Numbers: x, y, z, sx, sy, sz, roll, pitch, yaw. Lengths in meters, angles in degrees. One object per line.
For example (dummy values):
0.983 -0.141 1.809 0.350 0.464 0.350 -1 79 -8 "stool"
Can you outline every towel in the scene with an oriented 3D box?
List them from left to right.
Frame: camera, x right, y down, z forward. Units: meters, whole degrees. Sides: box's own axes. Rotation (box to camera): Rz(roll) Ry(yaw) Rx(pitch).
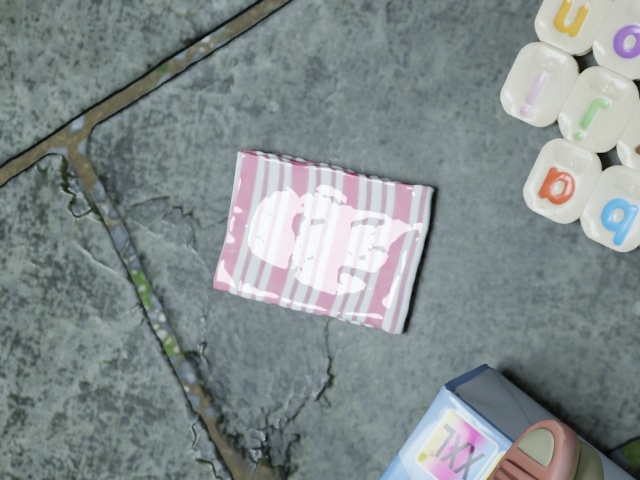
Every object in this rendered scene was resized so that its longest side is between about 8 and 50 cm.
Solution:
0.000 0.000 1.167 0.197 0.029 0.144 13 96 18 "towel"

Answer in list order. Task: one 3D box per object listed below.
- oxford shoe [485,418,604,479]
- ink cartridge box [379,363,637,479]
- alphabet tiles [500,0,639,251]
0.152 0.330 0.911 0.146 0.140 0.397 15 94 -9 "oxford shoe"
0.120 0.348 1.056 0.270 0.151 0.395 38 107 20 "ink cartridge box"
0.307 -0.121 1.063 0.284 0.021 0.278 27 99 16 "alphabet tiles"
